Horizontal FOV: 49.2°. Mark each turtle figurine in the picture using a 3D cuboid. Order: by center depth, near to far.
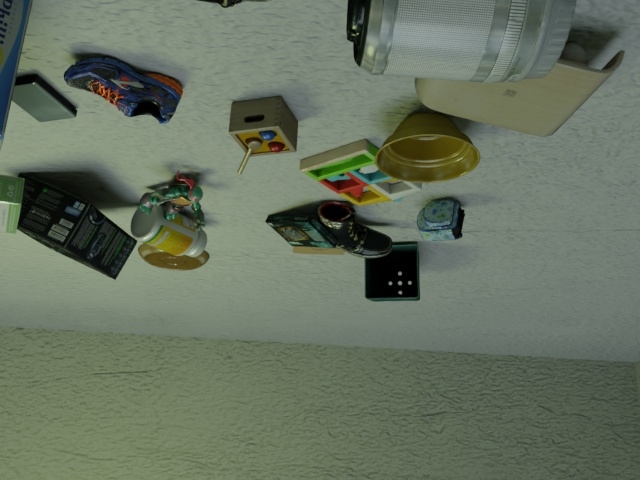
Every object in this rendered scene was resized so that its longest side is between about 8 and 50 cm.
[{"bbox_3d":[-0.358,-0.097,1.783,0.175,0.118,0.234,36,157,-32],"label":"turtle figurine"}]

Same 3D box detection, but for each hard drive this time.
[{"bbox_3d":[-0.577,-0.289,1.429,0.094,0.022,0.135,-4,158,16],"label":"hard drive"}]

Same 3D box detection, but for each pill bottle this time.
[{"bbox_3d":[-0.423,-0.024,1.981,0.117,0.118,0.208,-11,156,33],"label":"pill bottle"}]

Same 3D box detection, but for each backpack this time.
[{"bbox_3d":[0.311,-0.055,1.841,0.114,0.105,0.084,-8,135,29],"label":"backpack"}]

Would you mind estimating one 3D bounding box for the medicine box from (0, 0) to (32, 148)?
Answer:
[{"bbox_3d":[-0.600,-0.255,1.176,0.149,0.264,0.289,12,157,-27],"label":"medicine box"}]

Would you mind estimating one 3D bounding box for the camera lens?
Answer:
[{"bbox_3d":[0.178,-0.330,0.949,0.274,0.220,0.219,4,159,-3],"label":"camera lens"}]

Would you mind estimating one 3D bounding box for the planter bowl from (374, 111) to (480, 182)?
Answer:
[{"bbox_3d":[0.222,-0.206,1.460,0.217,0.091,0.217,3,159,1],"label":"planter bowl"}]

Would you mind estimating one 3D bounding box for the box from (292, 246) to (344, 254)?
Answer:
[{"bbox_3d":[0.000,0.000,2.134,0.164,0.021,0.201,3,159,-2],"label":"box"}]

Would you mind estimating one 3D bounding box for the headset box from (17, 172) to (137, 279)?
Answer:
[{"bbox_3d":[-0.662,-0.028,1.859,0.246,0.131,0.283,22,165,21],"label":"headset box"}]

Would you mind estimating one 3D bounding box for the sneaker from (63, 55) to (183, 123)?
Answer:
[{"bbox_3d":[-0.373,-0.283,1.329,0.221,0.087,0.083,10,157,-20],"label":"sneaker"}]

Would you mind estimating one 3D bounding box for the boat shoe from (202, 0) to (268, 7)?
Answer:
[{"bbox_3d":[-0.145,-0.385,1.083,0.152,0.049,0.056,4,159,-6],"label":"boat shoe"}]

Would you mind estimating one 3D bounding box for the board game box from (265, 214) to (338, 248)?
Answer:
[{"bbox_3d":[-0.054,-0.025,1.953,0.186,0.026,0.126,3,148,47],"label":"board game box"}]

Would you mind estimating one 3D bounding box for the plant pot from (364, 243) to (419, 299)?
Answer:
[{"bbox_3d":[0.240,0.120,2.236,0.165,0.166,0.234,-2,167,12],"label":"plant pot"}]

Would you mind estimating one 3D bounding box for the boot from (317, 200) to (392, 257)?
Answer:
[{"bbox_3d":[0.093,-0.028,1.936,0.236,0.085,0.179,13,159,2],"label":"boot"}]

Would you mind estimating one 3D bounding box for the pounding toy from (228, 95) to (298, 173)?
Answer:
[{"bbox_3d":[-0.128,-0.216,1.458,0.141,0.100,0.130,-4,158,17],"label":"pounding toy"}]

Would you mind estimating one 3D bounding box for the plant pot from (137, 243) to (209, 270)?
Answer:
[{"bbox_3d":[-0.490,0.057,2.328,0.236,0.033,0.236,2,159,1],"label":"plant pot"}]

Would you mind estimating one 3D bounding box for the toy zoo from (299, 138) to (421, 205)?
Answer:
[{"bbox_3d":[0.114,-0.150,1.705,0.192,0.030,0.293,-13,154,35],"label":"toy zoo"}]

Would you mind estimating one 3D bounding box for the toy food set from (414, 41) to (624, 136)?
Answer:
[{"bbox_3d":[0.337,-0.297,1.234,0.305,0.093,0.220,13,159,-5],"label":"toy food set"}]

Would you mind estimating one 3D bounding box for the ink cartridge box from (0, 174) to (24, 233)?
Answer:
[{"bbox_3d":[-0.641,-0.079,1.203,0.235,0.056,0.171,9,160,-24],"label":"ink cartridge box"}]
